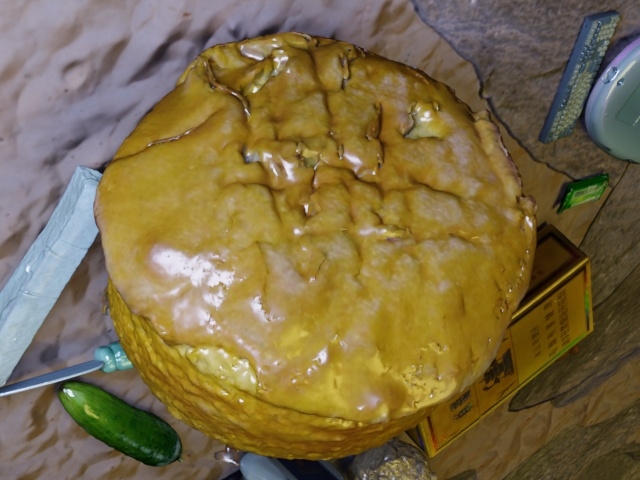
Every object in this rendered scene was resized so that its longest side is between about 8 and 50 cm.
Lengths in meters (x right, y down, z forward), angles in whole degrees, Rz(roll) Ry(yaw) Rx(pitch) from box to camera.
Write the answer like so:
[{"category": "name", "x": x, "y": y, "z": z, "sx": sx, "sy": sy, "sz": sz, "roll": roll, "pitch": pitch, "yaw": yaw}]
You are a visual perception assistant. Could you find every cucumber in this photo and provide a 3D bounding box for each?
[{"category": "cucumber", "x": -0.205, "y": 0.208, "z": 1.527, "sx": 0.056, "sy": 0.056, "sz": 0.250, "roll": -46, "pitch": 146, "yaw": 2}]

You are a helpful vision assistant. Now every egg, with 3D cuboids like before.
[{"category": "egg", "x": 0.097, "y": 0.323, "z": 1.918, "sx": 0.118, "sy": 0.116, "sz": 0.140, "roll": -29, "pitch": 154, "yaw": 19}]

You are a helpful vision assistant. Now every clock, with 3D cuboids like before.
[{"category": "clock", "x": -0.080, "y": 0.380, "z": 1.772, "sx": 0.199, "sy": 0.146, "sz": 0.243, "roll": 9, "pitch": 112, "yaw": -56}]

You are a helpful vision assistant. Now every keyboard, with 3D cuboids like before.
[{"category": "keyboard", "x": 0.310, "y": -0.193, "z": 1.680, "sx": 0.055, "sy": 0.014, "sz": 0.176, "roll": -19, "pitch": 139, "yaw": -38}]

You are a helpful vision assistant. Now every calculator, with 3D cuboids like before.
[{"category": "calculator", "x": 0.435, "y": -0.180, "z": 1.798, "sx": 0.299, "sy": 0.041, "sz": 0.185, "roll": 13, "pitch": 116, "yaw": -53}]

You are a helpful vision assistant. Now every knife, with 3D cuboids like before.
[{"category": "knife", "x": -0.235, "y": 0.129, "z": 1.407, "sx": 0.260, "sy": 0.063, "sz": 0.034, "roll": -18, "pitch": 101, "yaw": -33}]

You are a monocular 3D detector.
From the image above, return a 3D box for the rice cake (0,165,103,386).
[{"category": "rice cake", "x": -0.264, "y": 0.041, "z": 1.296, "sx": 0.045, "sy": 0.042, "sz": 0.245, "roll": 22, "pitch": 109, "yaw": -42}]

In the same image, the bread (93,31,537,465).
[{"category": "bread", "x": 0.000, "y": 0.000, "z": 1.241, "sx": 0.398, "sy": 0.398, "sz": 0.215, "roll": -22, "pitch": 154, "yaw": -30}]

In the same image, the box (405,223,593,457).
[{"category": "box", "x": 0.226, "y": 0.137, "z": 1.879, "sx": 0.301, "sy": 0.084, "sz": 0.193, "roll": -36, "pitch": 145, "yaw": -12}]

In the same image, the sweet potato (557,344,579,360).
[{"category": "sweet potato", "x": 0.337, "y": 0.160, "z": 2.060, "sx": 0.179, "sy": 0.044, "sz": 0.044, "roll": -2, "pitch": 127, "yaw": -46}]

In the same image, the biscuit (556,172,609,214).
[{"category": "biscuit", "x": 0.348, "y": -0.065, "z": 1.854, "sx": 0.089, "sy": 0.016, "sz": 0.046, "roll": -17, "pitch": 139, "yaw": -34}]
